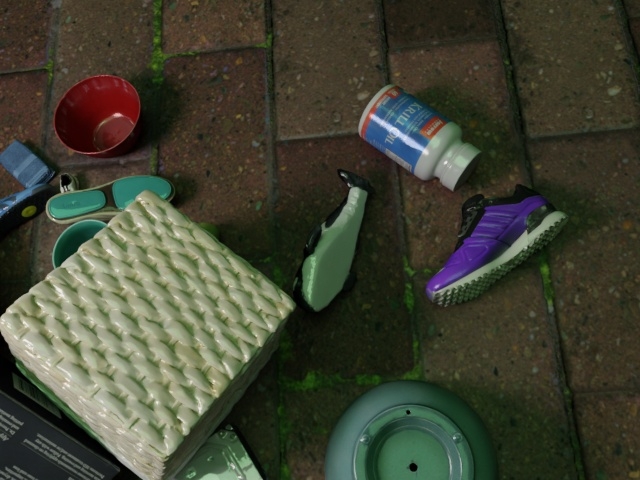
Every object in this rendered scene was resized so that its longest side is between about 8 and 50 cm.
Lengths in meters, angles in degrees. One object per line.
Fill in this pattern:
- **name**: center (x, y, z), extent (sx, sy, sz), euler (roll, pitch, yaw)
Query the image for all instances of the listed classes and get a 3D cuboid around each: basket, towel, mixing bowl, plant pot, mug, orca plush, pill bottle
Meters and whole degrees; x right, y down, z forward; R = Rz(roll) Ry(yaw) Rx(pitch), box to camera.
- **basket**: center (-0.265, 0.150, 1.034), extent (0.331, 0.266, 0.328), euler (38, 61, 6)
- **towel**: center (-0.622, -0.157, 1.375), extent (0.119, 0.029, 0.067), euler (40, 79, 17)
- **mixing bowl**: center (-0.444, -0.240, 1.347), extent (0.182, 0.098, 0.181), euler (-2, 70, 5)
- **plant pot**: center (0.143, 0.353, 1.016), extent (0.293, 0.196, 0.293), euler (-2, 70, 5)
- **mug**: center (-0.434, 0.049, 1.243), extent (0.130, 0.097, 0.157), euler (17, 74, 12)
- **plant pot**: center (-0.226, 0.011, 1.250), extent (0.083, 0.083, 0.079), euler (7, 59, 9)
- **orca plush**: center (0.000, 0.000, 1.212), extent (0.102, 0.151, 0.287), euler (0, 70, 40)
- **pill bottle**: center (0.192, -0.193, 1.244), extent (0.221, 0.124, 0.124), euler (37, 78, 17)

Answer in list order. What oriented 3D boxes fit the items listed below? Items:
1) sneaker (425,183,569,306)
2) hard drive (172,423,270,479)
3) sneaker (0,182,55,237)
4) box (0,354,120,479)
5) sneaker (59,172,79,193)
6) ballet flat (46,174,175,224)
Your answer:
- **sneaker**: center (0.291, -0.002, 1.184), extent (0.293, 0.102, 0.146), euler (-32, 66, -10)
- **hard drive**: center (-0.227, 0.500, 1.077), extent (0.339, 0.064, 0.237), euler (-33, 70, -6)
- **sneaker**: center (-0.645, -0.065, 1.324), extent (0.209, 0.069, 0.082), euler (-37, 67, -7)
- **box**: center (-0.560, 0.356, 1.009), extent (0.312, 0.179, 0.343), euler (-48, 117, -12)
- **sneaker**: center (-0.515, -0.088, 1.331), extent (0.040, 0.043, 0.109), euler (-18, 71, -3)
- **ballet flat**: center (-0.412, -0.074, 1.293), extent (0.249, 0.086, 0.086), euler (-8, 69, -8)
